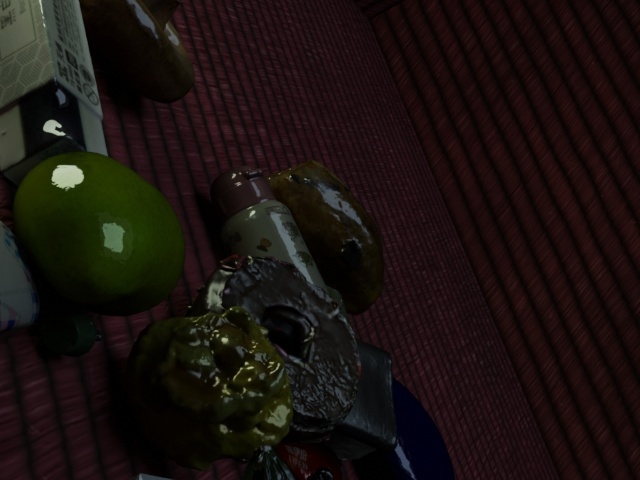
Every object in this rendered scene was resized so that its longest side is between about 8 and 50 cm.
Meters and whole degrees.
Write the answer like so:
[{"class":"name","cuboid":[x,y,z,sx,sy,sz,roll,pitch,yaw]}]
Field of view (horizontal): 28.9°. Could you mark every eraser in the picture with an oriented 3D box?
[{"class":"eraser","cuboid":[-0.338,-0.230,1.481,0.098,0.096,0.404,45,23,-52]}]

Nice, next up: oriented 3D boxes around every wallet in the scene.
[{"class":"wallet","cuboid":[-0.019,0.182,1.748,0.321,0.044,0.170,26,45,-32]}]

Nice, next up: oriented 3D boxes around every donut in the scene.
[{"class":"donut","cuboid":[-0.064,0.143,1.608,0.270,0.103,0.269,31,40,-30]}]

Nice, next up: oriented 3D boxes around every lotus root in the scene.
[{"class":"lotus root","cuboid":[0.008,-0.005,2.091,0.291,0.193,0.193,58,15,-13]}]

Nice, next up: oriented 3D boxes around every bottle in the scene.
[{"class":"bottle","cuboid":[-0.084,0.009,1.868,0.253,0.120,0.120,64,15,11]}]

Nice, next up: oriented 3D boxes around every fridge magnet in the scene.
[{"class":"fridge magnet","cuboid":[0.140,0.344,2.034,0.265,0.113,0.265,56,15,-23]}]

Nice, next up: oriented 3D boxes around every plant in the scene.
[{"class":"plant","cuboid":[-0.252,0.095,1.286,0.051,0.051,0.102,63,7,4]}]

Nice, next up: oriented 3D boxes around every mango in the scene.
[{"class":"mango","cuboid":[-0.233,-0.011,1.287,0.185,0.149,0.273,49,-1,10]}]

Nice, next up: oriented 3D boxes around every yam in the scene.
[{"class":"yam","cuboid":[0.020,0.200,1.906,0.106,0.106,0.259,41,26,-54]}]

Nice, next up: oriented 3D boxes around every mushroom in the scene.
[{"class":"mushroom","cuboid":[-0.273,-0.326,1.780,0.278,0.146,0.278,60,4,-7]}]

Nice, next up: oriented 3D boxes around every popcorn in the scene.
[{"class":"popcorn","cuboid":[-0.123,0.153,1.356,0.197,0.197,0.155,-100,-174,-50]}]

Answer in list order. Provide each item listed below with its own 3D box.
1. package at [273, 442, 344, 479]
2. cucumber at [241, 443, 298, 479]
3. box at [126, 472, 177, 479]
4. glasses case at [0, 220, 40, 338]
[{"class":"package","cuboid":[0.015,0.376,1.669,0.194,0.071,0.269,47,8,-50]},{"class":"cucumber","cuboid":[-0.021,0.328,1.189,0.265,0.077,0.077,66,15,16]},{"class":"box","cuboid":[-0.113,0.347,1.195,0.299,0.106,0.200,36,30,-62]},{"class":"glasses case","cuboid":[-0.336,0.037,1.050,0.125,0.076,0.327,61,13,4]}]
